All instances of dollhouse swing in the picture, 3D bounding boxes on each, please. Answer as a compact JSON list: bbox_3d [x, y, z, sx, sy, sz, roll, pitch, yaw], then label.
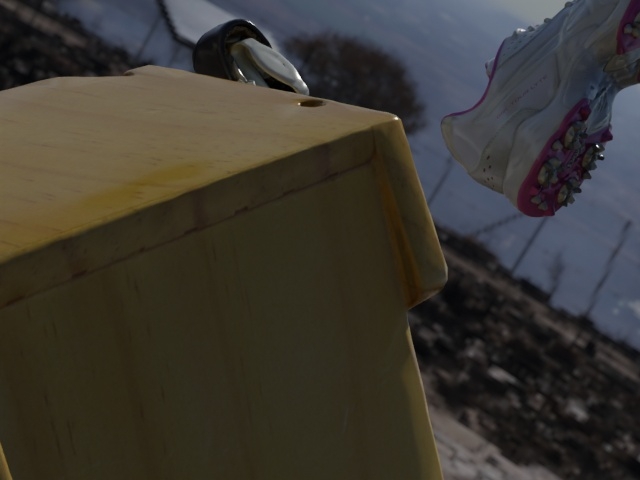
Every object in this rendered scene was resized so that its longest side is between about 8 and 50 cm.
[{"bbox_3d":[-0.125,0.095,0.842,0.315,0.305,0.347,16,28,39],"label":"dollhouse swing"}]

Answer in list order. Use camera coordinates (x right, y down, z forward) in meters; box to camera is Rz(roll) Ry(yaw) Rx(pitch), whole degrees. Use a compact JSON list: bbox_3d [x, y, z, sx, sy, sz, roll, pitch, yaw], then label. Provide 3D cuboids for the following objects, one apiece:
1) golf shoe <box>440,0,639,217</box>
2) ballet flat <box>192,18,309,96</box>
[{"bbox_3d":[0.223,-0.170,1.276,0.140,0.306,0.115,30,-13,35],"label":"golf shoe"},{"bbox_3d":[-0.022,-0.077,1.055,0.203,0.074,0.074,57,17,9],"label":"ballet flat"}]
